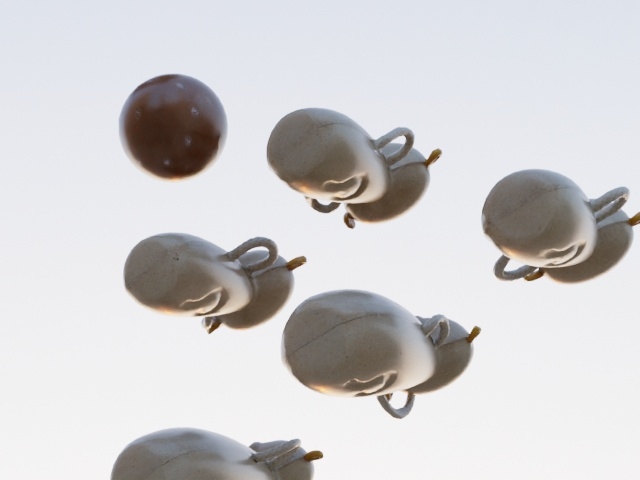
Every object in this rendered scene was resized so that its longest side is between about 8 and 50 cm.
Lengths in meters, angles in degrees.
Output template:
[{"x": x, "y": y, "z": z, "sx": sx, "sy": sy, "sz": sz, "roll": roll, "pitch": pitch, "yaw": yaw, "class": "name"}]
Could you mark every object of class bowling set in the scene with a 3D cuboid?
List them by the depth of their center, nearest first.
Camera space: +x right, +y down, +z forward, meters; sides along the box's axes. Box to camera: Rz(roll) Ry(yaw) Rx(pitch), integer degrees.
[{"x": 0.000, "y": 0.000, "z": 0.683, "sx": 0.287, "sy": 0.200, "sz": 0.154, "roll": -34, "pitch": -21, "yaw": 17, "class": "bowling set"}]
